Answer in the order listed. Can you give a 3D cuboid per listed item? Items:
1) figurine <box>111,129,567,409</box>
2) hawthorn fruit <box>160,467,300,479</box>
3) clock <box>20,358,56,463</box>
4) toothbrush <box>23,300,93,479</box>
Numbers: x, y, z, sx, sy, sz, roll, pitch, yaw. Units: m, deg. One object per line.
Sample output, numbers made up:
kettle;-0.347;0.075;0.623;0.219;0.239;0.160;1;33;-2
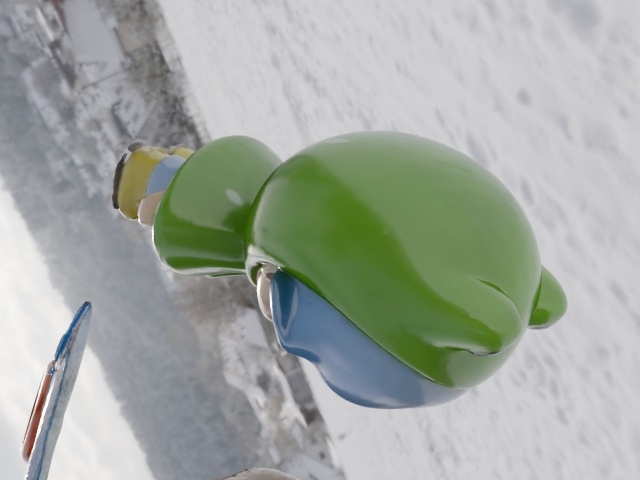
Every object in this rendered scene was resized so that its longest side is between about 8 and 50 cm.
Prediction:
figurine;0.000;0.000;0.467;0.263;0.143;0.162;22;-171;28
hawthorn fruit;-0.071;0.361;0.748;0.301;0.267;0.268;46;159;50
clock;-0.535;0.332;1.623;0.205;0.051;0.205;-164;90;-74
toothbrush;-0.278;0.214;0.825;0.042;0.035;0.414;37;-146;-29
